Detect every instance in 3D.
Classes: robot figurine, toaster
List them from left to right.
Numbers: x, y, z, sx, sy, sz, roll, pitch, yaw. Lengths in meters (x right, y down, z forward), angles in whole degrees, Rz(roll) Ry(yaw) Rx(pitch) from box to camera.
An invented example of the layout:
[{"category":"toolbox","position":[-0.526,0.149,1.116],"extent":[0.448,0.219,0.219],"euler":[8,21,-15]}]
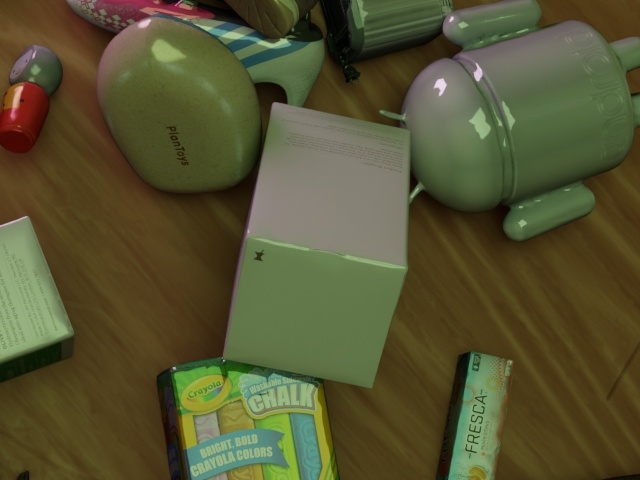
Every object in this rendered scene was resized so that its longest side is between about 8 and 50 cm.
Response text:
[{"category":"toaster","position":[0.075,-0.323,1.855],"extent":[0.146,0.129,0.227],"euler":[-14,83,-15]},{"category":"robot figurine","position":[0.249,-0.155,1.823],"extent":[0.353,0.200,0.300],"euler":[-19,91,-13]}]

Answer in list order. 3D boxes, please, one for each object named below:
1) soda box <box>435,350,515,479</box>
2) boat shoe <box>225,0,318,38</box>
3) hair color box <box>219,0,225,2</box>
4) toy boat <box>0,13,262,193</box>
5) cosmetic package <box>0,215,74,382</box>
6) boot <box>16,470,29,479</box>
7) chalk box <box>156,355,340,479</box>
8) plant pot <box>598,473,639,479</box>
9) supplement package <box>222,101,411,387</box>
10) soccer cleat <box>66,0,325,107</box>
[{"category":"soda box","position":[0.193,0.234,1.823],"extent":[0.063,0.058,0.183],"euler":[14,78,-8]},{"category":"boat shoe","position":[-0.112,-0.367,1.731],"extent":[0.285,0.103,0.092],"euler":[48,58,5]},{"category":"hair color box","position":[-0.092,-0.495,1.858],"extent":[0.185,0.113,0.374],"euler":[15,80,-8]},{"category":"toy boat","position":[-0.229,-0.174,1.741],"extent":[0.318,0.267,0.148],"euler":[1,51,7]},{"category":"cosmetic package","position":[-0.477,0.115,1.644],"extent":[0.365,0.197,0.155],"euler":[-21,83,-12]},{"category":"boot","position":[-0.406,0.312,1.711],"extent":[0.114,0.037,0.106],"euler":[14,77,-4]},{"category":"chalk box","position":[-0.090,0.218,1.712],"extent":[0.179,0.180,0.289],"euler":[-9,82,-12]},{"category":"plant pot","position":[0.364,0.375,1.774],"extent":[0.230,0.215,0.215],"euler":[-23,86,-28]},{"category":"supplement package","position":[0.000,0.000,1.668],"extent":[0.177,0.175,0.293],"euler":[12,34,-3]},{"category":"soccer cleat","position":[-0.162,-0.237,1.805],"extent":[0.331,0.116,0.143],"euler":[12,110,2]}]
